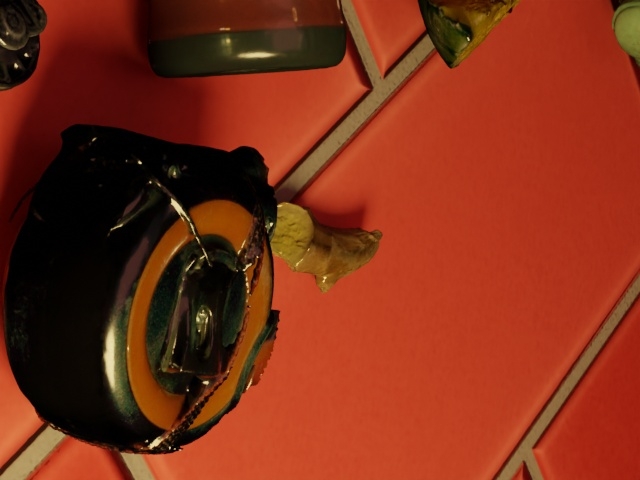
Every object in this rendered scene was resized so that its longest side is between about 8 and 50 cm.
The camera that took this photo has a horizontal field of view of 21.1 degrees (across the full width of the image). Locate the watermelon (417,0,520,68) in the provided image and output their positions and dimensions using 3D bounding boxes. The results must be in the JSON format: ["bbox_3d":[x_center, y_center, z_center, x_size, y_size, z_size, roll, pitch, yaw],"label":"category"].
[{"bbox_3d":[0.169,-0.242,1.505,0.301,0.129,0.123,-43,120,-34],"label":"watermelon"}]

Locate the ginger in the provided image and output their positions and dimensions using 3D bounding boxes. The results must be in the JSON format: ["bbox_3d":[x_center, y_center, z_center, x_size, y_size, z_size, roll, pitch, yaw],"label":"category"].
[{"bbox_3d":[-0.002,0.005,1.377,0.137,0.044,0.057,17,60,-51],"label":"ginger"}]

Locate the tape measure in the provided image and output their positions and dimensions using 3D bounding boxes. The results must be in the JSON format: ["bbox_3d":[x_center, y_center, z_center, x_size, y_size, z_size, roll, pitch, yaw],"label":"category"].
[{"bbox_3d":[-0.116,0.033,1.168,0.202,0.135,0.223,11,88,-59],"label":"tape measure"}]

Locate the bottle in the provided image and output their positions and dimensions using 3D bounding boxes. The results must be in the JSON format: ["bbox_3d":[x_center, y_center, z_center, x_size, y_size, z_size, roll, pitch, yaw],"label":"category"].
[{"bbox_3d":[-0.062,-0.287,1.224,0.144,0.144,0.336,-7,94,-50],"label":"bottle"}]

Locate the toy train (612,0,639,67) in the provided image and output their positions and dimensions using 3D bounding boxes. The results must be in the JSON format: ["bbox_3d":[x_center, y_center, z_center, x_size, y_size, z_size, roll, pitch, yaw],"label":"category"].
[{"bbox_3d":[0.475,-0.314,1.762,0.442,0.272,0.179,-45,127,-39],"label":"toy train"}]

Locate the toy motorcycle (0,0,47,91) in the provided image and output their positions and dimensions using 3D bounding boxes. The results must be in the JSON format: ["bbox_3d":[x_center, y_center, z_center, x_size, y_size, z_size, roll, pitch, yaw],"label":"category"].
[{"bbox_3d":[-0.283,-0.199,0.951,0.358,0.125,0.213,5,74,-55],"label":"toy motorcycle"}]
